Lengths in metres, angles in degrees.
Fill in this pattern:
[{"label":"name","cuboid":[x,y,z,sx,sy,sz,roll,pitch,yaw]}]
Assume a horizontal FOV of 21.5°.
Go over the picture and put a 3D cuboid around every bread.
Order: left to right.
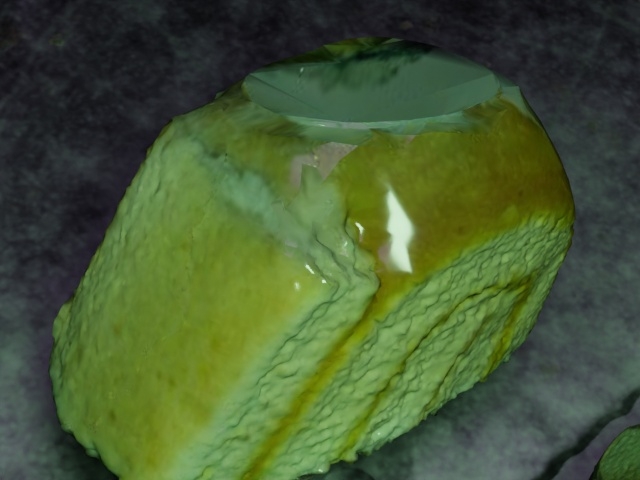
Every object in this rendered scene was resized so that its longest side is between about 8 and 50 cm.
[{"label":"bread","cuboid":[-0.005,-0.001,1.240,0.239,0.264,0.395,38,42,29]}]

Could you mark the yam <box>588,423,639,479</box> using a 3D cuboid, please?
[{"label":"yam","cuboid":[0.251,0.180,1.232,0.106,0.259,0.106,2,62,-3]}]
